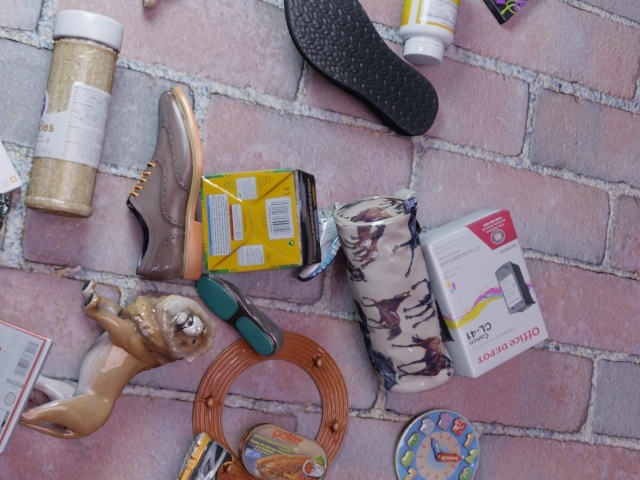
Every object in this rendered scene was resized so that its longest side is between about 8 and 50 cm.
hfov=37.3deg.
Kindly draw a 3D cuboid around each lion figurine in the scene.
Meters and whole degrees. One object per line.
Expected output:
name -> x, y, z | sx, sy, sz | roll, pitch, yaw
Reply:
lion figurine -> -0.386, 0.233, 1.714 | 0.392, 0.142, 0.240 | -48, 116, -3

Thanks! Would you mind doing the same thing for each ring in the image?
ring -> -0.090, 0.347, 1.890 | 0.337, 0.032, 0.336 | 1, 88, -24

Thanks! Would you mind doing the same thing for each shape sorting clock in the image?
shape sorting clock -> 0.254, 0.465, 2.042 | 0.206, 0.040, 0.206 | 1, 89, -25

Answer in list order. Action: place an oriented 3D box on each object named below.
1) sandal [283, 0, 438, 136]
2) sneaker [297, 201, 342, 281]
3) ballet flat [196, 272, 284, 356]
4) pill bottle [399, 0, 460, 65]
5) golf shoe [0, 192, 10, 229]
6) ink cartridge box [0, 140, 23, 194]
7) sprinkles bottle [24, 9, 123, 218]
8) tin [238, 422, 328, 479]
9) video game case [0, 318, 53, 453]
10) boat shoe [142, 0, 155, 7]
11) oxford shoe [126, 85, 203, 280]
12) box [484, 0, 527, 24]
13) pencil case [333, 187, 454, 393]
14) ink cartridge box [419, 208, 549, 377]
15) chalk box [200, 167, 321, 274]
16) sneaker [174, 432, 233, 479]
sandal -> 0.065, -0.364, 1.945 | 0.446, 0.107, 0.167 | 41, 72, -32
sneaker -> 0.000, 0.000, 1.923 | 0.083, 0.071, 0.190 | 43, 64, -12
ballet flat -> -0.154, 0.137, 1.845 | 0.213, 0.072, 0.068 | 46, 33, -3
pill bottle -> 0.232, -0.484, 2.003 | 0.117, 0.117, 0.214 | 12, 84, -24
golf shoe -> -0.592, 0.007, 1.635 | 0.077, 0.094, 0.198 | 30, 82, 15
ink cartridge box -> -0.651, -0.145, 1.626 | 0.206, 0.045, 0.208 | -28, 103, -23
sprinkles bottle -> -0.436, -0.222, 1.686 | 0.121, 0.121, 0.355 | 10, 85, -25
tin -> -0.073, 0.424, 1.861 | 0.190, 0.040, 0.106 | 27, 82, -22
video game case -> -0.620, 0.209, 1.588 | 0.285, 0.025, 0.204 | 22, 80, 0
boat shoe -> -0.285, -0.510, 1.793 | 0.059, 0.063, 0.170 | 24, 79, -17
oxford shoe -> -0.290, -0.105, 1.754 | 0.133, 0.130, 0.363 | -2, 89, -17
box -> 0.429, -0.584, 2.145 | 0.162, 0.029, 0.116 | -46, 107, -20
pencil case -> 0.157, 0.108, 1.903 | 0.184, 0.160, 0.410 | -22, 109, -20
ink cartridge box -> 0.331, 0.109, 2.035 | 0.226, 0.131, 0.306 | -24, 98, -24
chalk box -> -0.101, -0.034, 1.783 | 0.179, 0.289, 0.180 | -4, 89, 8
sneaker -> -0.238, 0.473, 1.781 | 0.083, 0.084, 0.214 | 28, 81, -13
